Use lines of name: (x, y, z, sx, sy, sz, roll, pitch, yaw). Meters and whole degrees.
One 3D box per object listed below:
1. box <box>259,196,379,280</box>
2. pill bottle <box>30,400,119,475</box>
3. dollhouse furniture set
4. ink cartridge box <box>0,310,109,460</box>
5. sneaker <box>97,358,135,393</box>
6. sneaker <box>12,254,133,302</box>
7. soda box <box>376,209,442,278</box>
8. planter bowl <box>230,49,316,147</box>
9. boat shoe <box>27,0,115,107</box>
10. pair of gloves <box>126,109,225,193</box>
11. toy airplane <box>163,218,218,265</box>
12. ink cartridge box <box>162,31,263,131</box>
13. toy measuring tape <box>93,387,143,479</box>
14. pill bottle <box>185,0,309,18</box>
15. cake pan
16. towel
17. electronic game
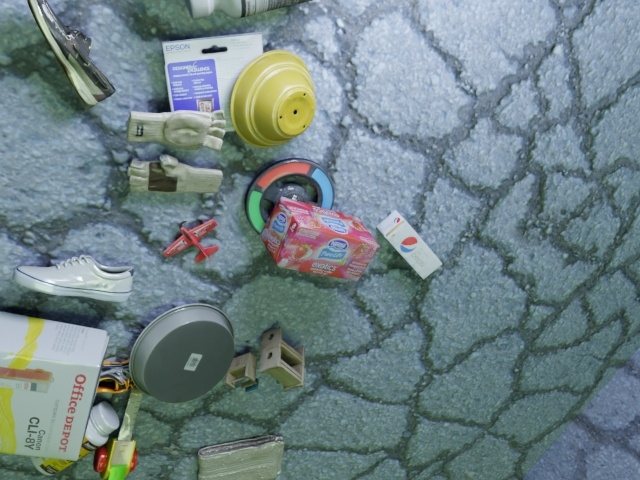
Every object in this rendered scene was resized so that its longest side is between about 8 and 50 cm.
box: (0.000, 0.000, 1.465, 0.256, 0.128, 0.123, 13, 120, -37)
pill bottle: (-0.650, 0.519, 1.589, 0.214, 0.117, 0.117, -32, 128, 0)
dollhouse furniture set: (-0.155, 0.353, 1.703, 0.183, 0.129, 0.129, -23, 132, 24)
ink cartridge box: (-0.707, 0.322, 1.354, 0.384, 0.160, 0.280, 13, 109, -18)
sneaker: (-0.509, 0.359, 1.566, 0.214, 0.083, 0.084, -5, 122, -22)
sneaker: (-0.556, 0.075, 1.366, 0.258, 0.094, 0.091, 12, 98, -33)
soda box: (0.249, 0.014, 1.662, 0.074, 0.069, 0.216, -41, 127, 7)
planter bowl: (-0.076, -0.284, 1.274, 0.217, 0.090, 0.217, -25, 133, -30)
boat shoe: (-0.460, -0.358, 1.119, 0.073, 0.080, 0.224, -28, 133, -10)
pair of gloves: (-0.308, -0.185, 1.276, 0.204, 0.042, 0.240, -3, 142, -18)
toy airplane: (-0.301, 0.005, 1.452, 0.151, 0.028, 0.151, -10, 126, -15)
ink cartridge box: (-0.218, -0.328, 1.255, 0.206, 0.045, 0.209, -11, 127, -16)
toy measuring tape: (-0.563, 0.554, 1.683, 0.121, 0.121, 0.331, 12, 94, -29)
pill bottle: (-0.120, -0.507, 1.106, 0.278, 0.162, 0.162, -17, 127, -10)
cake pan: (-0.349, 0.306, 1.571, 0.293, 0.054, 0.294, -18, 124, -29)
towel: (-0.257, 0.723, 1.933, 0.281, 0.049, 0.187, -5, 122, -20)
electronic game: (-0.073, -0.096, 1.468, 0.229, 0.048, 0.230, -11, 125, -16)
